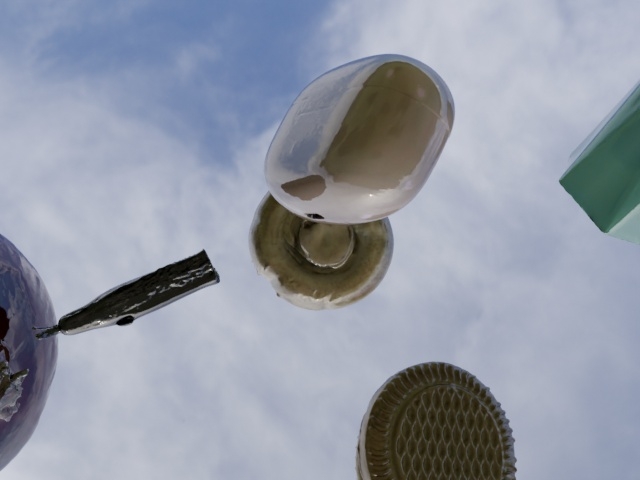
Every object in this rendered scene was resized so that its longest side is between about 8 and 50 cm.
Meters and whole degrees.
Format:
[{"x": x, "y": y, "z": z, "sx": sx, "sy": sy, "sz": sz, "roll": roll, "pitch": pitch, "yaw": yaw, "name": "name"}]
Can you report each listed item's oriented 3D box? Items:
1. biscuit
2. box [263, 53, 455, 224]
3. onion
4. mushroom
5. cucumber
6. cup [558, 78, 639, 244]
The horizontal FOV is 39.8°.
[{"x": 0.154, "y": 0.291, "z": 1.168, "sx": 0.259, "sy": 0.079, "sz": 0.259, "roll": 10, "pitch": -110, "yaw": -27, "name": "biscuit"}, {"x": 0.027, "y": -0.083, "z": 0.737, "sx": 0.088, "sy": 0.200, "sz": 0.146, "roll": 34, "pitch": -105, "yaw": -25, "name": "box"}, {"x": -0.414, "y": 0.140, "z": 0.927, "sx": 0.285, "sy": 0.347, "sz": 0.348, "roll": 8, "pitch": -116, "yaw": 38, "name": "onion"}, {"x": 0.000, "y": 0.000, "z": 1.006, "sx": 0.166, "sy": 0.127, "sz": 0.166, "roll": 0, "pitch": -88, "yaw": 4, "name": "mushroom"}, {"x": -0.169, "y": 0.055, "z": 0.780, "sx": 0.163, "sy": 0.043, "sz": 0.039, "roll": -25, "pitch": -106, "yaw": -7, "name": "cucumber"}, {"x": 0.360, "y": -0.122, "z": 0.884, "sx": 0.148, "sy": 0.236, "sz": 0.134, "roll": 11, "pitch": -138, "yaw": -20, "name": "cup"}]
